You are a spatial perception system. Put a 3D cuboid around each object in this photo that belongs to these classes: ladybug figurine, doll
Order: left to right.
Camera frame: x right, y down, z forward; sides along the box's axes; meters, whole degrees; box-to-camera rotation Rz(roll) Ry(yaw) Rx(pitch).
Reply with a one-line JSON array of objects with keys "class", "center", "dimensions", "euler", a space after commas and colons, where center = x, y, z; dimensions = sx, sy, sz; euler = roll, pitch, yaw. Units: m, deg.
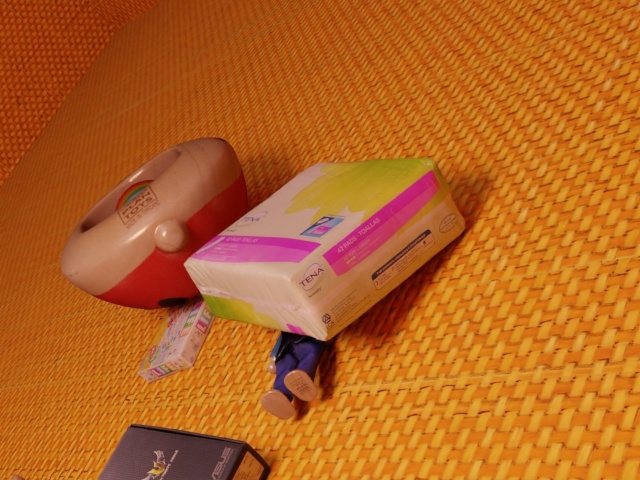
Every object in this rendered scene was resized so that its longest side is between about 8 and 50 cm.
[{"class": "ladybug figurine", "center": [-0.227, -0.015, 1.570], "dimensions": [0.305, 0.162, 0.449], "euler": [-39, 14, -3]}, {"class": "doll", "center": [-0.019, 0.116, 1.209], "dimensions": [0.129, 0.046, 0.189], "euler": [-41, 18, 23]}]

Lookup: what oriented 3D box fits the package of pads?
[{"class": "package of pads", "center": [0.000, 0.000, 1.224], "dimensions": [0.229, 0.101, 0.296], "euler": [-38, 19, -23]}]

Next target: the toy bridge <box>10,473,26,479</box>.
[{"class": "toy bridge", "center": [-0.437, 0.399, 1.513], "dimensions": [0.063, 0.026, 0.188], "euler": [-49, 23, 1]}]

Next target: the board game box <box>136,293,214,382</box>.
[{"class": "board game box", "center": [-0.192, 0.121, 1.520], "dimensions": [0.103, 0.026, 0.154], "euler": [-25, 33, 42]}]

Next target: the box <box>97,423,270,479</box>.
[{"class": "box", "center": [-0.179, 0.309, 1.117], "dimensions": [0.183, 0.059, 0.233], "euler": [0, 49, 40]}]
